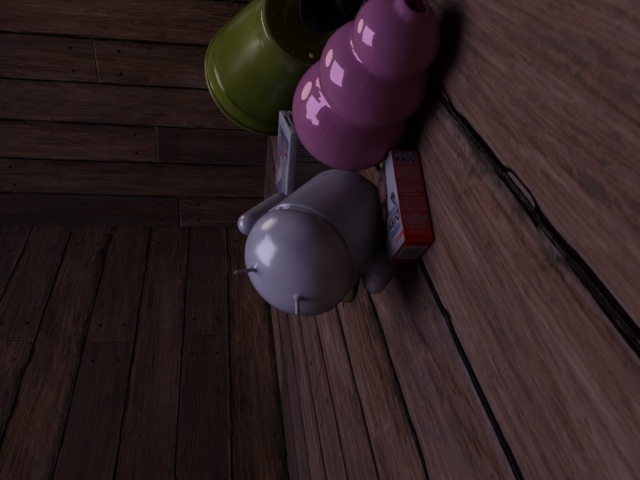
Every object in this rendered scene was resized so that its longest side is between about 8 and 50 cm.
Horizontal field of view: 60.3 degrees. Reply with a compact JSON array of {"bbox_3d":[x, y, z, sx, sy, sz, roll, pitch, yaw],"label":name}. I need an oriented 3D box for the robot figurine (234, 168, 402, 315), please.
[{"bbox_3d":[0.000,0.000,0.995,0.353,0.299,0.200,-44,-33,-47],"label":"robot figurine"}]

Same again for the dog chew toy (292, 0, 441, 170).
[{"bbox_3d":[0.079,-0.255,0.888,0.332,0.206,0.207,129,141,-60],"label":"dog chew toy"}]

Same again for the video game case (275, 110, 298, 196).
[{"bbox_3d":[-0.087,-0.200,1.372,0.183,0.023,0.201,-112,24,-59],"label":"video game case"}]

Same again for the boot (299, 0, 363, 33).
[{"bbox_3d":[0.006,-0.562,1.012,0.367,0.146,0.446,118,149,-64],"label":"boot"}]

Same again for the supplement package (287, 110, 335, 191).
[{"bbox_3d":[-0.010,-0.204,1.428,0.194,0.149,0.203,-108,21,-55],"label":"supplement package"}]

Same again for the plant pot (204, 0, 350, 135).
[{"bbox_3d":[-0.096,-0.508,1.477,0.353,0.366,0.367,163,107,-67],"label":"plant pot"}]

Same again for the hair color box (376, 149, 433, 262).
[{"bbox_3d":[0.138,-0.056,0.922,0.093,0.053,0.167,110,158,-63],"label":"hair color box"}]

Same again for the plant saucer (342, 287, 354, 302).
[{"bbox_3d":[0.015,0.049,1.381,0.241,0.037,0.241,160,90,-75],"label":"plant saucer"}]
